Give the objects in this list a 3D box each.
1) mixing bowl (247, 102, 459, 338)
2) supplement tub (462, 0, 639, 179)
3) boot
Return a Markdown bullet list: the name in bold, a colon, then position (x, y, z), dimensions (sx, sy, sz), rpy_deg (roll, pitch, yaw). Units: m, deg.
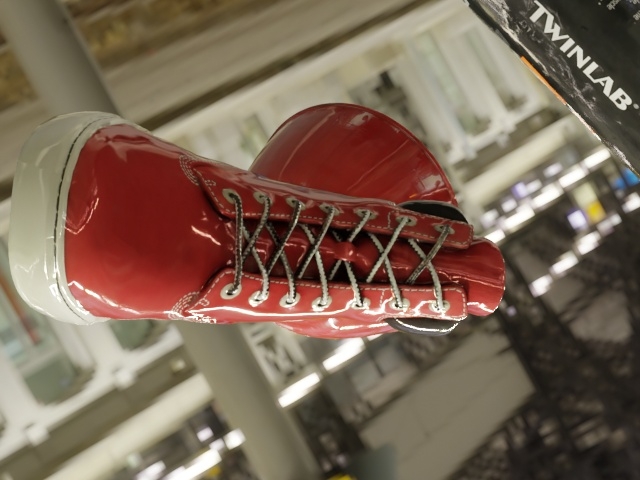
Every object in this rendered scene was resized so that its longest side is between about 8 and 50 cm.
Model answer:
- **mixing bowl**: position (0.000, 0.000, 1.206), dimensions (0.181, 0.181, 0.098), rpy_deg (-27, -178, 39)
- **supplement tub**: position (0.193, -0.146, 0.852), dimensions (0.207, 0.338, 0.207), rpy_deg (-44, 179, -1)
- **boot**: position (-0.016, 0.001, 0.720), dimensions (0.176, 0.088, 0.244), rpy_deg (7, 179, 16)
